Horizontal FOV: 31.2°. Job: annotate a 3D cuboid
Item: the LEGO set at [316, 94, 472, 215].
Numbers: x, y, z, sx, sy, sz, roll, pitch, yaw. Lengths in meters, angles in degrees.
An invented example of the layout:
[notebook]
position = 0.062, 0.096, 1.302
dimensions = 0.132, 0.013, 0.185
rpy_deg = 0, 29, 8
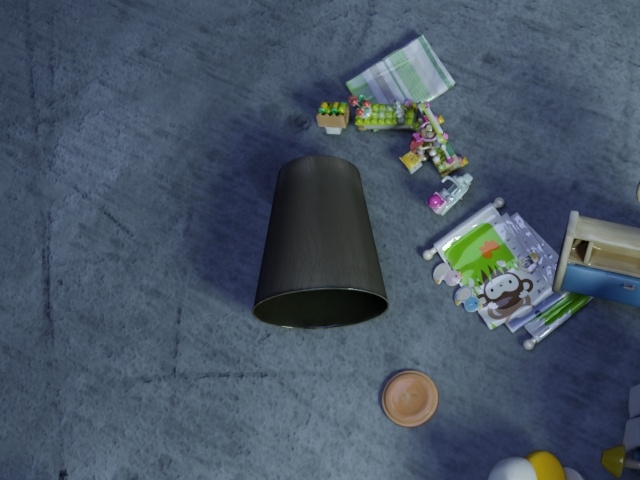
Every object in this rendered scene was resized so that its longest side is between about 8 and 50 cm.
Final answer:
[LEGO set]
position = 0.117, -0.172, 1.755
dimensions = 0.287, 0.107, 0.132
rpy_deg = 39, 88, 22

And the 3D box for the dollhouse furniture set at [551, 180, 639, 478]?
[dollhouse furniture set]
position = 0.388, 0.110, 1.441
dimensions = 0.198, 0.286, 0.303
rpy_deg = 12, 55, 10

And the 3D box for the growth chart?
[growth chart]
position = 0.276, 0.049, 1.680
dimensions = 0.172, 0.021, 0.237
rpy_deg = -44, 63, -2

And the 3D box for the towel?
[towel]
position = 0.127, -0.255, 1.845
dimensions = 0.152, 0.023, 0.113
rpy_deg = -31, 63, 4

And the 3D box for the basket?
[basket]
position = 0.000, 0.000, 1.717
dimensions = 0.204, 0.154, 0.227
rpy_deg = -6, 64, 14

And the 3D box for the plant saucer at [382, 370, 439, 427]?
[plant saucer]
position = 0.129, 0.229, 1.657
dimensions = 0.083, 0.013, 0.083
rpy_deg = -6, 68, 14

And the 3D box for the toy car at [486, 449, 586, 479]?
[toy car]
position = 0.263, 0.369, 1.503
dimensions = 0.136, 0.159, 0.182
rpy_deg = -18, 60, 49
